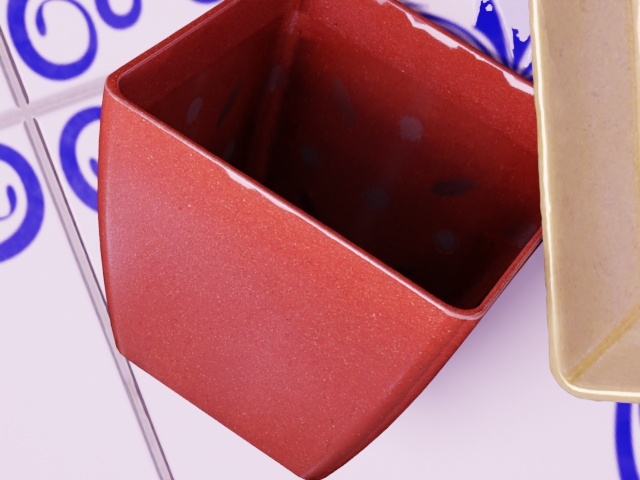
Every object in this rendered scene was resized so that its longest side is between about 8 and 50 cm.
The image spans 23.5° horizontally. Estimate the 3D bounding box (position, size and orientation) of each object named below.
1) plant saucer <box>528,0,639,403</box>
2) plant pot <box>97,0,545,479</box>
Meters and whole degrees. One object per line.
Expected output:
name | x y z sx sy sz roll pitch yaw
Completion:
plant saucer | 0.293 -0.069 0.880 0.333 0.081 0.332 1 102 28
plant pot | 0.000 0.000 1.059 0.267 0.267 0.235 33 129 11
